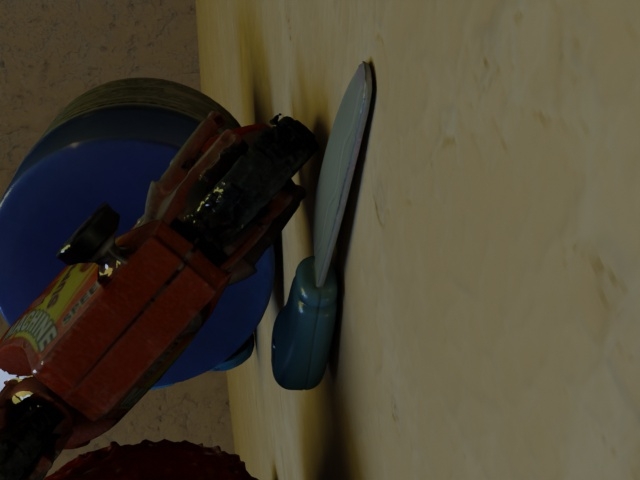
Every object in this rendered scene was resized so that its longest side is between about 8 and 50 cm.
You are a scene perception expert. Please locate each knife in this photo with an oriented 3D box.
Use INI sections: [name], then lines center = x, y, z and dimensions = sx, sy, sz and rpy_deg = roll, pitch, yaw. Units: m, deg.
[knife]
center = 0.000, -0.001, 0.423
dimensions = 0.244, 0.032, 0.058
rpy_deg = 101, 170, -47

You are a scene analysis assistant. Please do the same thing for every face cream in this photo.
[face cream]
center = -0.172, -0.018, 0.796
dimensions = 0.225, 0.249, 0.248
rpy_deg = -102, 10, -64

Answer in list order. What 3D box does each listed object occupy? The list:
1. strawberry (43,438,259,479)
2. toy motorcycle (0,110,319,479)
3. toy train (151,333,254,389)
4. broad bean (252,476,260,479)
[strawberry]
center = -0.109, 0.247, 0.541
dimensions = 0.250, 0.239, 0.288
rpy_deg = -54, 6, 3
[toy motorcycle]
center = -0.116, 0.038, 0.486
dimensions = 0.089, 0.298, 0.171
rpy_deg = 42, 175, -6
[toy train]
center = -0.233, 0.064, 1.167
dimensions = 0.300, 0.265, 0.187
rpy_deg = -109, 16, -50
[broad bean]
center = -0.092, 0.415, 1.033
dimensions = 0.189, 0.121, 0.263
rpy_deg = -99, 23, -56
